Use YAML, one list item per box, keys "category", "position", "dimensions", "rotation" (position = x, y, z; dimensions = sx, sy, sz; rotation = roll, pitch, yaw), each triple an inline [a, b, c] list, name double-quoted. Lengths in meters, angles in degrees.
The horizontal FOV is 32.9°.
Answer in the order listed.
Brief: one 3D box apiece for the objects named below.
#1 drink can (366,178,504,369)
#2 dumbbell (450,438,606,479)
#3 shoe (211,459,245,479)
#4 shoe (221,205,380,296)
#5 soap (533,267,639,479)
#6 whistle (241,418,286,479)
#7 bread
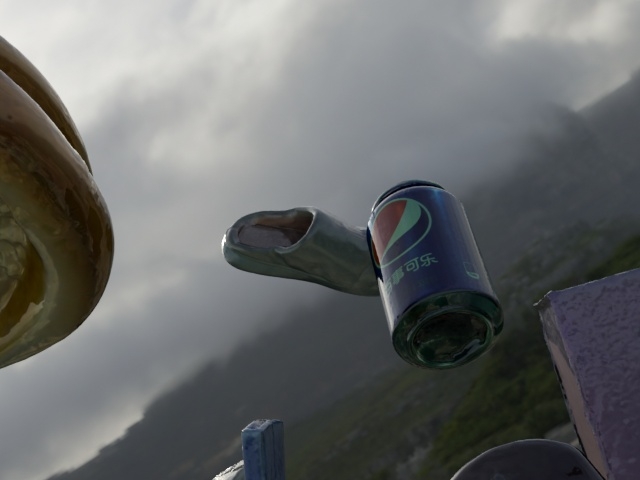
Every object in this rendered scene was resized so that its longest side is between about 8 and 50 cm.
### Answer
- category: "drink can"
  position: [0.115, 0.033, 1.142]
  dimensions: [0.118, 0.118, 0.205]
  rotation: [-35, 36, 19]
- category: "dumbbell"
  position: [0.172, 0.246, 0.767]
  dimensions: [0.124, 0.140, 0.225]
  rotation: [-35, -46, -1]
- category: "shoe"
  position: [-0.138, 0.536, 1.861]
  dimensions: [0.132, 0.210, 0.342]
  rotation: [-35, 14, 35]
- category: "shoe"
  position: [0.000, 0.000, 1.358]
  dimensions: [0.100, 0.250, 0.103]
  rotation: [93, -175, -47]
- category: "soap"
  position: [0.378, 0.151, 1.002]
  dimensions: [0.285, 0.296, 0.107]
  rotation: [-18, -9, -2]
- category: "whistle"
  position: [-0.068, 0.211, 0.790]
  dimensions: [0.090, 0.158, 0.090]
  rotation: [-4, -2, 0]
- category: "bread"
  position: [-0.385, -0.055, 0.934]
  dimensions: [0.329, 0.424, 0.245]
  rotation: [-48, 31, 14]
